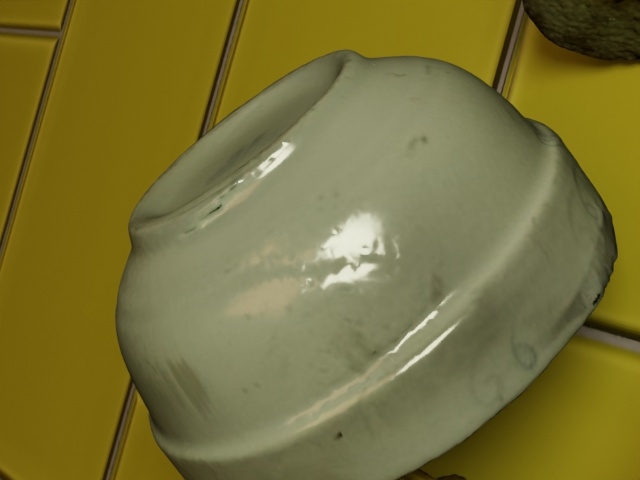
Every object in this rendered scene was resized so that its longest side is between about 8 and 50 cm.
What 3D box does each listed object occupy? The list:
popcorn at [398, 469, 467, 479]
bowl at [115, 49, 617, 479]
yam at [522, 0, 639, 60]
[{"bbox_3d":[0.040,0.223,0.587,0.200,0.203,0.226,-93,13,-64],"label":"popcorn"},{"bbox_3d":[0.000,0.000,0.612,0.307,0.163,0.307,-34,19,13],"label":"bowl"},{"bbox_3d":[0.199,-0.250,0.604,0.154,0.154,0.255,7,81,46],"label":"yam"}]
